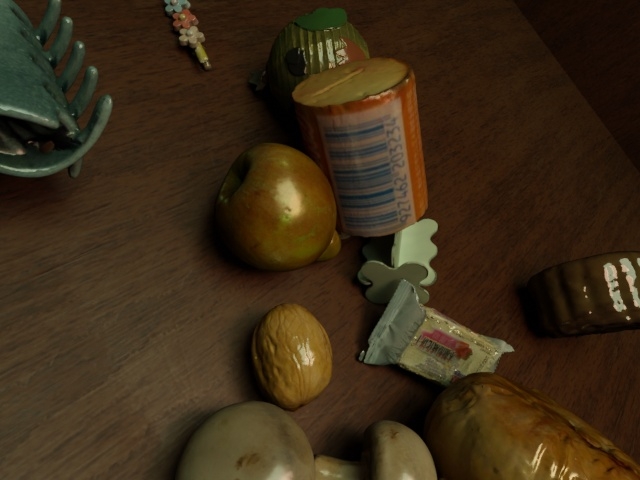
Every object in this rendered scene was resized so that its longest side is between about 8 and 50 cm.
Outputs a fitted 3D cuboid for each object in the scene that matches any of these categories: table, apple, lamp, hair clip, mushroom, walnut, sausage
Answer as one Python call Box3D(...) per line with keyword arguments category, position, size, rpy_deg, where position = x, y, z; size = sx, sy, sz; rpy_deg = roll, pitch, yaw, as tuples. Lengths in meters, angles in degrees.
Box3D(category="table", position=(0.173, 0.021, 1.022), size=(0.166, 0.166, 0.198), rpy_deg=(31, 45, -17))
Box3D(category="apple", position=(0.000, 0.000, 0.950), size=(0.074, 0.089, 0.090), rpy_deg=(-32, 86, -28))
Box3D(category="lamp", position=(-0.027, -0.386, 1.053), size=(0.283, 0.250, 0.251), rpy_deg=(-5, 65, 1))
Box3D(category="hair clip", position=(-0.296, -0.474, 1.023), size=(0.062, 0.056, 0.214), rpy_deg=(-25, 81, -7))
Box3D(category="mushroom", position=(-0.099, 0.344, 0.663), size=(0.204, 0.204, 0.204), rpy_deg=(16, 58, -27))
Box3D(category="hair clip", position=(-0.466, -0.224, 0.629), size=(0.238, 0.392, 0.318), rpy_deg=(-5, 53, -46))
Box3D(category="walnut", position=(-0.048, 0.191, 0.784), size=(0.144, 0.144, 0.180), rpy_deg=(10, 52, -30))
Box3D(category="sausage", position=(0.088, -0.181, 0.924), size=(0.233, 0.232, 0.287), rpy_deg=(-53, 138, -40))
Box3D(category="apple", position=(-0.079, -0.056, 0.852), size=(0.207, 0.236, 0.237), rpy_deg=(30, 52, -34))
Box3D(category="mushroom", position=(0.080, 0.397, 0.750), size=(0.214, 0.207, 0.208), rpy_deg=(7, 58, 4))

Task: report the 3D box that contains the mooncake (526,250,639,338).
Box3D(category="mooncake", position=(0.732, 0.153, 1.220), size=(0.323, 0.324, 0.187), rpy_deg=(6, 68, -32))

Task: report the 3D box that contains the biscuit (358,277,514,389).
Box3D(category="biscuit", position=(0.243, 0.229, 0.972), size=(0.309, 0.079, 0.186), rpy_deg=(30, 94, -21))

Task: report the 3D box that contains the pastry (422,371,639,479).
Box3D(category="pastry", position=(0.365, 0.410, 0.803), size=(0.409, 0.409, 0.245), rpy_deg=(24, 97, -22))

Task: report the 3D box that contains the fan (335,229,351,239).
Box3D(category="fan", position=(0.037, -0.033, 1.048), size=(0.080, 0.003, 0.060), rpy_deg=(49, 49, -3))
